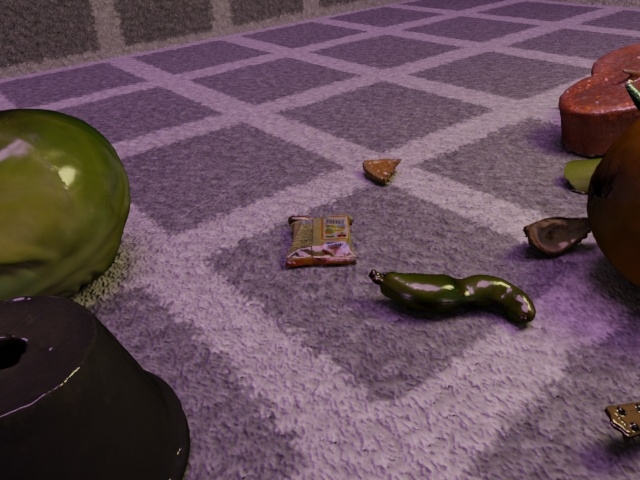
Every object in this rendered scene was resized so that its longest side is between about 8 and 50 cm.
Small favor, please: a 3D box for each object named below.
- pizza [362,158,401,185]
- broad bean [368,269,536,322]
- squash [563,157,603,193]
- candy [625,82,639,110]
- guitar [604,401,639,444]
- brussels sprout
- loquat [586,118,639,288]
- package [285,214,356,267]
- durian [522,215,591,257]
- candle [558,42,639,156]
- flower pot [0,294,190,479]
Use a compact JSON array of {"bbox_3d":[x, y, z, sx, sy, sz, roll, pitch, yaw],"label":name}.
[{"bbox_3d":[0.128,-0.137,1.073,0.078,0.025,0.083,-20,42,-17],"label":"pizza"},{"bbox_3d":[0.167,0.069,0.709,0.214,0.048,0.070,8,32,13],"label":"broad bean"},{"bbox_3d":[0.537,-0.111,0.946,0.090,0.075,0.200,-5,4,-39],"label":"squash"},{"bbox_3d":[0.568,-0.119,0.810,0.097,0.097,0.323,-24,68,-30],"label":"candy"},{"bbox_3d":[0.397,0.160,0.544,0.271,0.038,0.084,-10,31,-15],"label":"guitar"},{"bbox_3d":[-0.428,-0.035,0.763,0.344,0.268,0.344,-20,34,15],"label":"brussels sprout"},{"bbox_3d":[0.479,-0.046,0.675,0.263,0.262,0.263,-3,31,2],"label":"loquat"},{"bbox_3d":[0.000,-0.001,0.859,0.108,0.031,0.120,-3,37,2],"label":"package"},{"bbox_3d":[0.353,-0.015,0.814,0.131,0.066,0.052,-2,31,-16],"label":"durian"},{"bbox_3d":[0.654,-0.295,1.100,0.317,0.131,0.287,-39,38,-21],"label":"candle"},{"bbox_3d":[-0.266,0.159,0.499,0.269,0.166,0.269,-3,30,2],"label":"flower pot"}]
